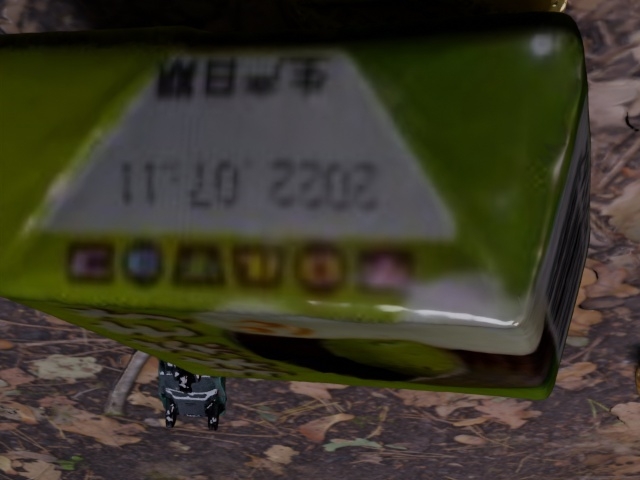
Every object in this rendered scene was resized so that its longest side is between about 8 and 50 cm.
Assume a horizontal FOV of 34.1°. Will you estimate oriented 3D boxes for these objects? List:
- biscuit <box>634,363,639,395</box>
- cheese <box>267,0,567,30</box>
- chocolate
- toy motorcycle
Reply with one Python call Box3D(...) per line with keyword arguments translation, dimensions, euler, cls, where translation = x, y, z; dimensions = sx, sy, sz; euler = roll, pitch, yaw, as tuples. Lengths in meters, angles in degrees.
Box3D(translation=(0.404, 0.127, 0.948), dimensions=(0.224, 0.033, 0.144), euler=(-8, 150, 18), cls="biscuit")
Box3D(translation=(0.070, -0.137, 0.486), dimensions=(0.156, 0.064, 0.250), euler=(21, 148, -30), cls="cheese")
Box3D(translation=(0.000, 0.000, 0.579), dimensions=(0.288, 0.137, 0.301), euler=(3, 164, 16), cls="chocolate")
Box3D(translation=(-0.107, 0.100, 0.882), dimensions=(0.058, 0.100, 0.173), euler=(3, 153, -2), cls="toy motorcycle")
